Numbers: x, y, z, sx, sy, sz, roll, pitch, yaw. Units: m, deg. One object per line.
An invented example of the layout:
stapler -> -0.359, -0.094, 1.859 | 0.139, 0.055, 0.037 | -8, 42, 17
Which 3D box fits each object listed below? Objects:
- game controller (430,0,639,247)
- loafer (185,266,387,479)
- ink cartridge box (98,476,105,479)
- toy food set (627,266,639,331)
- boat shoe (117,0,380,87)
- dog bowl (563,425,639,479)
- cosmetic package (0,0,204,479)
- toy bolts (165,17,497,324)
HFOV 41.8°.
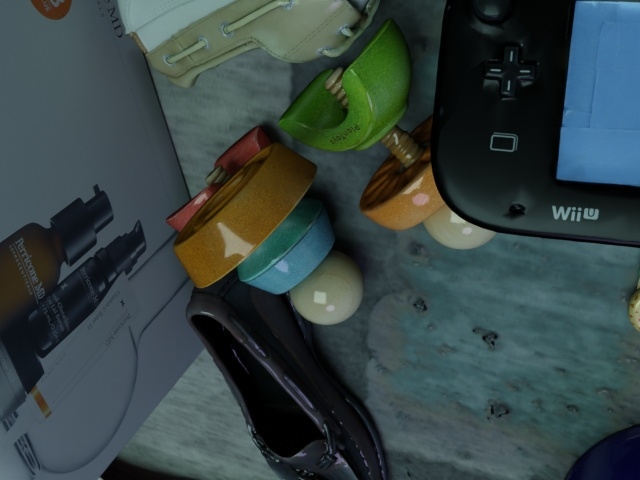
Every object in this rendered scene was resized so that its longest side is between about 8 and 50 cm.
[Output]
game controller -> 0.223, -0.075, 0.458 | 0.319, 0.067, 0.167 | 6, 86, 13
loafer -> -0.034, 0.148, 0.734 | 0.109, 0.095, 0.303 | -12, 113, 30
ink cartridge box -> -0.134, 0.396, 0.962 | 0.384, 0.091, 0.308 | 22, 128, 32
toy food set -> 0.261, 0.038, 0.580 | 0.083, 0.020, 0.083 | 17, 125, 15
boat shoe -> -0.005, -0.170, 0.526 | 0.302, 0.113, 0.103 | -2, 120, 37
dog bowl -> 0.308, 0.271, 0.649 | 0.264, 0.104, 0.265 | 12, 123, 18
cosmetic package -> -0.214, -0.021, 0.596 | 0.097, 0.284, 0.377 | -2, 119, 24
toy bolts -> 0.000, 0.000, 0.580 | 0.158, 0.218, 0.228 | 45, 145, -14
